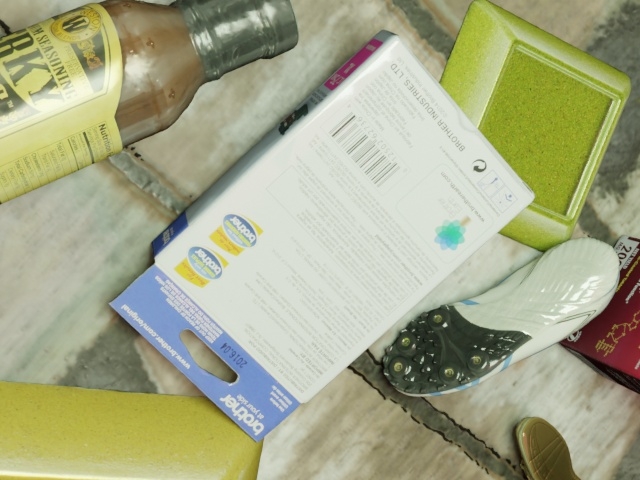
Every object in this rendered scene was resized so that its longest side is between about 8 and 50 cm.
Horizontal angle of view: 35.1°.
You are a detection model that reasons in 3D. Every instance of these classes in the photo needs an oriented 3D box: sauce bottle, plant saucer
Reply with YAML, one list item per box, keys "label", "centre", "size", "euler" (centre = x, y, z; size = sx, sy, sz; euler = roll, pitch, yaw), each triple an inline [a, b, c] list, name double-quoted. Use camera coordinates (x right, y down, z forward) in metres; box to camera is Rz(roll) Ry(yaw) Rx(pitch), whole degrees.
- label: "sauce bottle"
  centre: [-0.182, -0.110, 0.740]
  size: [0.345, 0.111, 0.111]
  euler: [-28, 108, -16]
- label: "plant saucer"
  centre: [0.190, -0.097, 0.916]
  size: [0.188, 0.045, 0.188]
  euler: [21, 91, -23]
- label: "plant saucer"
  centre: [-0.213, 0.287, 0.807]
  size: [0.333, 0.081, 0.332]
  euler: [8, 94, -21]

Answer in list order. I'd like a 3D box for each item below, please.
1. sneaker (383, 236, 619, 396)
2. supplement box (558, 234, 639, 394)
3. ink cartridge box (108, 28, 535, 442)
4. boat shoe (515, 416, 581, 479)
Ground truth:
- label: "sneaker"
  centre: [0.169, 0.079, 0.926]
  size: [0.237, 0.085, 0.086]
  euler: [-28, 150, -4]
- label: "supplement box"
  centre: [0.326, 0.083, 0.894]
  size: [0.073, 0.239, 0.130]
  euler: [36, 85, -22]
- label: "ink cartridge box"
  centre: [0.000, 0.000, 0.833]
  size: [0.311, 0.065, 0.186]
  euler: [-43, 111, 1]
- label: "boat shoe"
  centre: [0.218, 0.223, 0.984]
  size: [0.050, 0.045, 0.135]
  euler: [-39, 113, -21]
